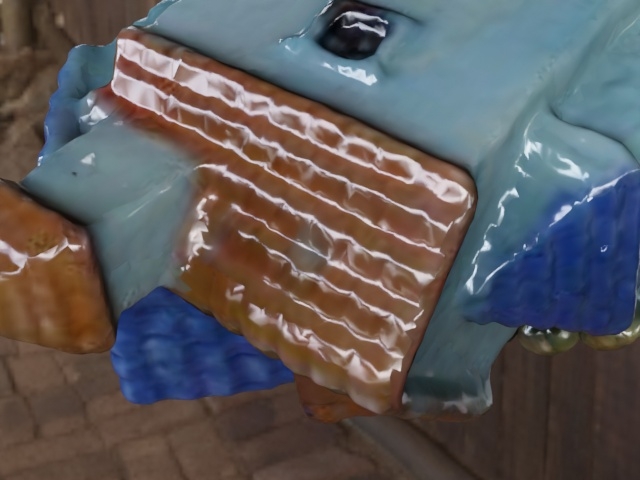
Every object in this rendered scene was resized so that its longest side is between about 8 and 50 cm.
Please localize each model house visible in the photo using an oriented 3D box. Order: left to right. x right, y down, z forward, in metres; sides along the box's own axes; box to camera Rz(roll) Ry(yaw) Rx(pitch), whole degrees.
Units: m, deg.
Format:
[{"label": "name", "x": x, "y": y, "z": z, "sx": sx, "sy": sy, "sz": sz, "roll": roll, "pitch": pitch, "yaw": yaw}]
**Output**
[{"label": "model house", "x": 0.000, "y": 0.000, "z": 0.570, "sx": 0.295, "sy": 0.251, "sz": 0.329, "roll": 26, "pitch": 50, "yaw": 28}]
